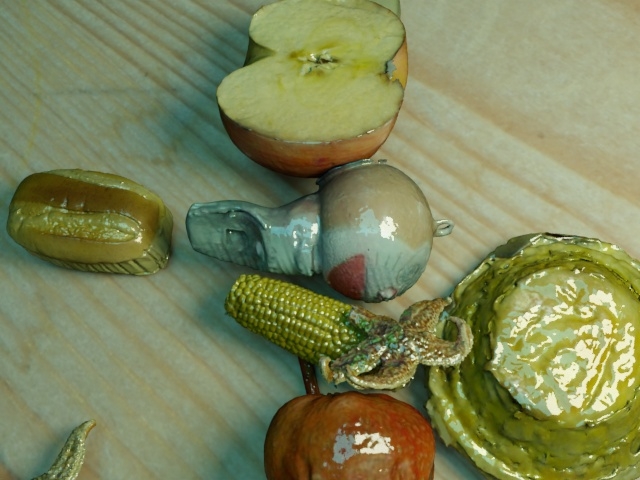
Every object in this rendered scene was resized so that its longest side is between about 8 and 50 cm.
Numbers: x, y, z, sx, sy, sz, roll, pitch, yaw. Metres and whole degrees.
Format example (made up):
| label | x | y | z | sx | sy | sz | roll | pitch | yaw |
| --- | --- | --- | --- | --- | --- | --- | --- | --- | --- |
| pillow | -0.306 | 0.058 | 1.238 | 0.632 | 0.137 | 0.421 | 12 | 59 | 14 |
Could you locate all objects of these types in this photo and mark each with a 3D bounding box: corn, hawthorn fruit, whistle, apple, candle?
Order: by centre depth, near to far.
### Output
| label | x | y | z | sx | sy | sz | roll | pitch | yaw |
| --- | --- | --- | --- | --- | --- | --- | --- | --- | --- |
| hawthorn fruit | 0.039 | 0.294 | 0.870 | 0.207 | 0.207 | 0.243 | -2 | 74 | 10 |
| corn | 0.002 | 0.115 | 0.977 | 0.260 | 0.091 | 0.091 | 19 | 34 | 12 |
| whistle | 0.000 | 0.000 | 0.977 | 0.348 | 0.189 | 0.189 | -2 | 70 | 0 |
| candle | -0.024 | 0.151 | 1.024 | 0.021 | 0.026 | 0.167 | -8 | 64 | -18 |
| apple | 0.001 | -0.192 | 1.062 | 0.251 | 0.163 | 0.293 | 11 | 57 | 12 |

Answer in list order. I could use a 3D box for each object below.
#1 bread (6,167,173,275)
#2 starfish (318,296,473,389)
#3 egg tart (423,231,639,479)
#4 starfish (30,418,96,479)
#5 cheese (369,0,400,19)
| label | x | y | z | sx | sy | sz | roll | pitch | yaw |
| --- | --- | --- | --- | --- | --- | --- | --- | --- | --- |
| bread | -0.332 | -0.029 | 1.102 | 0.236 | 0.106 | 0.140 | 8 | 70 | 12 |
| starfish | 0.093 | 0.120 | 0.895 | 0.150 | 0.053 | 0.209 | 29 | 43 | 24 |
| egg tart | 0.286 | 0.136 | 0.916 | 0.341 | 0.132 | 0.341 | -3 | 68 | 8 |
| starfish | -0.445 | 0.384 | 0.985 | 0.293 | 0.084 | 0.301 | -4 | 66 | 13 |
| cheese | 0.084 | -0.403 | 1.199 | 0.097 | 0.037 | 0.192 | 6 | 72 | 11 |
